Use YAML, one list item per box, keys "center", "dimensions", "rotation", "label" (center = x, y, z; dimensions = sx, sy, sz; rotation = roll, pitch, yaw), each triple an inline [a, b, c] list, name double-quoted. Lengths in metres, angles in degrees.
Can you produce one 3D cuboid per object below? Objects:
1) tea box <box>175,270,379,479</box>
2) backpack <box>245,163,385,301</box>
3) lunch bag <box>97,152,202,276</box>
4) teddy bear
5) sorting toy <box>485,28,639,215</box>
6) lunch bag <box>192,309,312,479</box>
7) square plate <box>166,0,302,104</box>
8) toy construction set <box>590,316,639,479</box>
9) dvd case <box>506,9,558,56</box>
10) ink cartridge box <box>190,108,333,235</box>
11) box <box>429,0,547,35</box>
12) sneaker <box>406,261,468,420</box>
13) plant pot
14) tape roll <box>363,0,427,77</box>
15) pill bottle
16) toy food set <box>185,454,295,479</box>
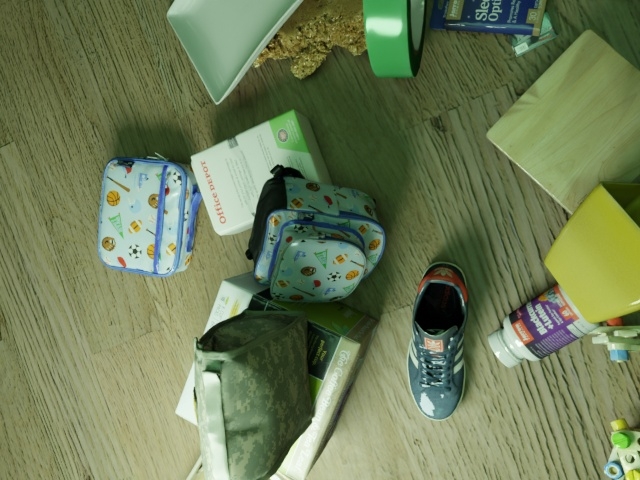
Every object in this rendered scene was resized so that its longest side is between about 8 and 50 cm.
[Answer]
- center: [-0.089, 0.280, 1.133]
  dimensions: [0.324, 0.220, 0.328]
  rotation: [24, 100, 14]
  label: "tea box"
- center: [0.000, 0.000, 1.053]
  dimensions: [0.276, 0.264, 0.213]
  rotation: [113, 147, -47]
  label: "backpack"
- center: [-0.421, -0.067, 1.265]
  dimensions: [0.244, 0.115, 0.302]
  rotation: [9, 98, 13]
  label: "lunch bag"
- center: [-0.030, -0.488, 1.134]
  dimensions: [0.338, 0.113, 0.244]
  rotation: [-16, 82, 24]
  label: "teddy bear"
- center: [0.503, -0.214, 0.983]
  dimensions: [0.255, 0.089, 0.257]
  rotation: [44, 105, 4]
  label: "sorting toy"
- center: [-0.129, 0.263, 0.880]
  dimensions: [0.169, 0.287, 0.235]
  rotation: [-2, 94, 16]
  label: "lunch bag"
- center: [-0.184, -0.533, 1.129]
  dimensions: [0.347, 0.049, 0.343]
  rotation: [-43, 62, 26]
  label: "square plate"
- center: [0.634, 0.303, 0.971]
  dimensions: [0.215, 0.151, 0.327]
  rotation: [-13, 82, 42]
  label: "toy construction set"
- center: [0.418, -0.450, 1.039]
  dimensions: [0.087, 0.013, 0.119]
  rotation: [-25, 85, 17]
  label: "dvd case"
- center: [-0.132, -0.149, 1.170]
  dimensions: [0.273, 0.115, 0.198]
  rotation: [-20, 88, 16]
  label: "ink cartridge box"
- center: [0.343, -0.496, 1.036]
  dimensions: [0.226, 0.036, 0.136]
  rotation: [12, 93, 20]
  label: "box"
- center: [0.242, 0.223, 1.069]
  dimensions: [0.131, 0.148, 0.349]
  rotation: [1, 94, 16]
  label: "sneaker"
- center: [0.545, 0.036, 0.914]
  dimensions: [0.187, 0.212, 0.212]
  rotation: [-54, 51, 41]
  label: "plant pot"
- center: [0.148, -0.474, 0.957]
  dimensions: [0.077, 0.321, 0.320]
  rotation: [5, 95, 16]
  label: "tape roll"
- center: [0.441, 0.175, 1.020]
  dimensions: [0.193, 0.108, 0.108]
  rotation: [-42, 82, 26]
  label: "pill bottle"
- center: [-0.183, 0.637, 1.252]
  dimensions: [0.306, 0.092, 0.219]
  rotation: [32, 102, 11]
  label: "toy food set"
